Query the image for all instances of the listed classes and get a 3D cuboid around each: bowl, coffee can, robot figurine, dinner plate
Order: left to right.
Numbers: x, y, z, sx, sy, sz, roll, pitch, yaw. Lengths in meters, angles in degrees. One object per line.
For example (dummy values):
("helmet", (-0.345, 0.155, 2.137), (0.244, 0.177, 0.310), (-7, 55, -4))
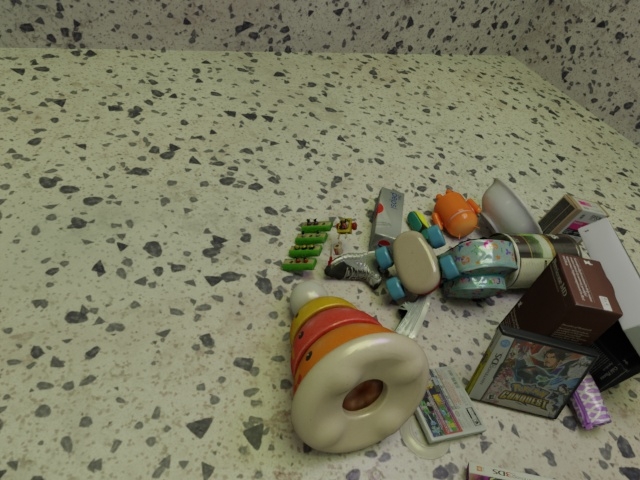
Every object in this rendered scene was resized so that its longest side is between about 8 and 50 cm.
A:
("dinner plate", (0.277, 0.502, 1.243), (0.141, 0.017, 0.141), (8, 44, -8))
("robot figurine", (0.530, -0.101, 1.858), (0.158, 0.128, 0.219), (1, 44, -25))
("bowl", (0.723, -0.092, 1.859), (0.134, 0.298, 0.297), (-35, 52, 11))
("coffee can", (0.752, 0.074, 1.694), (0.276, 0.201, 0.201), (1, 46, -17))

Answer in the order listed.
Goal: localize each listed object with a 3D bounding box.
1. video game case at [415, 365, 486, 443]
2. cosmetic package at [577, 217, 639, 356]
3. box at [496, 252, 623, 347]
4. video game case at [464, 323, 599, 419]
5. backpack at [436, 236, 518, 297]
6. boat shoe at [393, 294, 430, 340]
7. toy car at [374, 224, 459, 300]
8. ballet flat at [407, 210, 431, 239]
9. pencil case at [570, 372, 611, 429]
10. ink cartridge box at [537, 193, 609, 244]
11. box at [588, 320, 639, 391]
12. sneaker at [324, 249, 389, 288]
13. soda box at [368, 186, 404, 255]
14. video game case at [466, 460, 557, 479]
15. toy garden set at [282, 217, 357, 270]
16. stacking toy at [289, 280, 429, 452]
("video game case", (0.331, 0.444, 1.297), (0.184, 0.023, 0.201), (1, 43, -25))
("cosmetic package", (0.892, 0.158, 1.364), (0.284, 0.097, 0.377), (40, 36, -30))
("box", (0.669, 0.238, 1.369), (0.143, 0.381, 0.191), (13, 44, -5))
("video game case", (0.576, 0.369, 1.305), (0.275, 0.248, 0.035), (15, 26, -3))
("backpack", (0.519, 0.091, 1.569), (0.225, 0.253, 0.191), (4, 65, -16))
("boat shoe", (0.280, 0.229, 1.473), (0.081, 0.079, 0.227), (29, 47, 6))
("toy car", (0.332, 0.090, 1.563), (0.219, 0.238, 0.210), (-24, 67, 15))
("ballet flat", (0.395, -0.026, 1.780), (0.077, 0.077, 0.230), (16, 39, -26))
("pencil case", (0.767, 0.444, 1.387), (0.088, 0.086, 0.206), (13, 48, -36))
("ink cartridge box", (1.002, -0.073, 1.895), (0.235, 0.193, 0.088), (7, 43, -31))
("box", (0.921, 0.289, 1.546), (0.344, 0.178, 0.312), (-11, 50, -26))
("sneaker", (0.134, 0.108, 1.549), (0.229, 0.086, 0.132), (-12, 53, -29))
("soda box", (0.248, -0.074, 1.763), (0.098, 0.091, 0.286), (17, 43, 0))
("video game case", (0.445, 0.641, 1.081), (0.210, 0.041, 0.232), (7, 34, 13))
("toy garden set", (0.000, 0.000, 1.572), (0.204, 0.049, 0.244), (-2, 38, 22))
("stacking toy", (0.026, 0.271, 1.256), (0.351, 0.350, 0.480), (-5, 29, -22))
